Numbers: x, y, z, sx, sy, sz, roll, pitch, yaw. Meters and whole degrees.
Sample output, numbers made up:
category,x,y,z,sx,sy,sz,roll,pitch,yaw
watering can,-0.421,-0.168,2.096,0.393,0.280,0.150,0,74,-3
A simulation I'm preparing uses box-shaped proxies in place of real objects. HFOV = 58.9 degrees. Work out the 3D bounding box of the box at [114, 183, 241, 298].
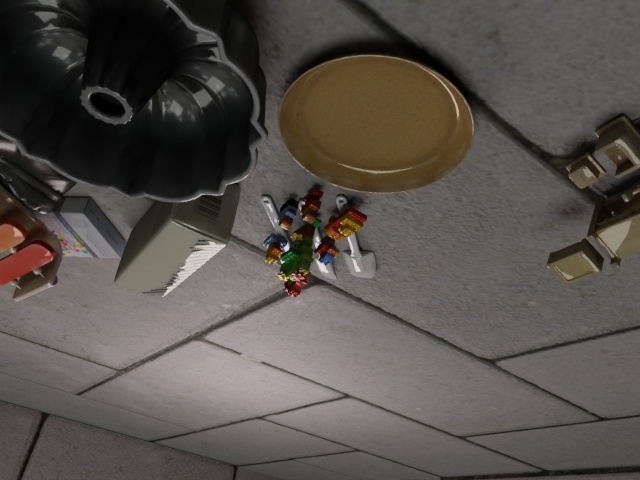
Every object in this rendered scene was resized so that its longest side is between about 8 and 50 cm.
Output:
category,x,y,z,sx,sy,sz,roll,pitch,yaw
box,-0.237,-0.005,0.915,0.094,0.113,0.275,24,147,-25

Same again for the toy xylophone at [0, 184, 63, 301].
category,x,y,z,sx,sy,sz,roll,pitch,yaw
toy xylophone,-0.584,-0.025,0.936,0.236,0.081,0.322,-28,120,33

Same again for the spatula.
category,x,y,z,sx,sy,sz,roll,pitch,yaw
spatula,0.000,0.000,0.952,0.168,0.019,0.242,1,144,15

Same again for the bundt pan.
category,x,y,z,sx,sy,sz,roll,pitch,yaw
bundt pan,-0.209,-0.186,0.604,0.330,0.124,0.331,6,148,4

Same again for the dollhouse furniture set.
category,x,y,z,sx,sy,sz,roll,pitch,yaw
dollhouse furniture set,0.352,-0.058,0.726,0.161,0.101,0.182,46,139,-9

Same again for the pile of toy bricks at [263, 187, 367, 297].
category,x,y,z,sx,sy,sz,roll,pitch,yaw
pile of toy bricks,-0.029,0.020,0.877,0.118,0.105,0.212,27,142,-22

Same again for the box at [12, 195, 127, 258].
category,x,y,z,sx,sy,sz,roll,pitch,yaw
box,-0.466,-0.023,1.015,0.186,0.038,0.145,3,147,12

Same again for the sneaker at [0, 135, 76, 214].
category,x,y,z,sx,sy,sz,roll,pitch,yaw
sneaker,-0.390,-0.144,0.711,0.109,0.130,0.286,47,173,17

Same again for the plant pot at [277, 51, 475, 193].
category,x,y,z,sx,sy,sz,roll,pitch,yaw
plant pot,0.066,-0.140,0.692,0.236,0.032,0.236,6,148,4
